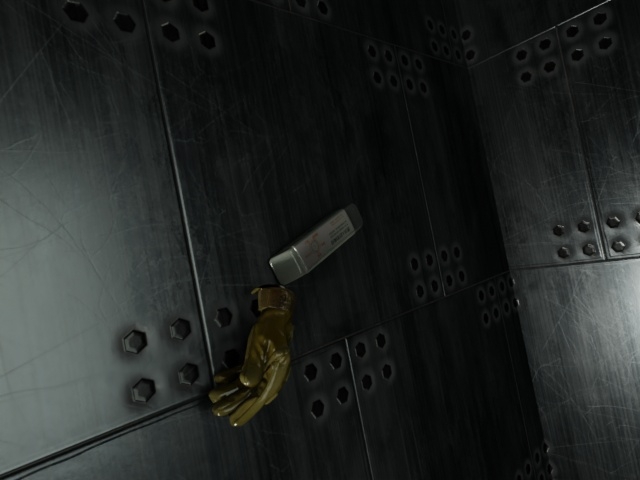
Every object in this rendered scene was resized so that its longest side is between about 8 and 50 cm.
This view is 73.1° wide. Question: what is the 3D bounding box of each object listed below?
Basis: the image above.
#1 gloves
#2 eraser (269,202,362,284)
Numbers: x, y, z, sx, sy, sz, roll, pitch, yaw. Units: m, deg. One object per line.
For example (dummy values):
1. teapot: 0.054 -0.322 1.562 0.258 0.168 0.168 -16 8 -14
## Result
1. gloves: -0.133 0.261 0.993 0.141 0.154 0.332 37 52 -29
2. eraser: 0.000 0.000 1.227 0.351 0.061 0.089 -38 106 -41
